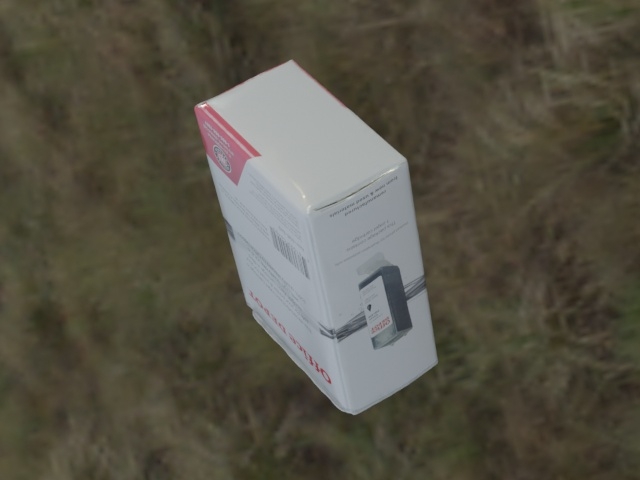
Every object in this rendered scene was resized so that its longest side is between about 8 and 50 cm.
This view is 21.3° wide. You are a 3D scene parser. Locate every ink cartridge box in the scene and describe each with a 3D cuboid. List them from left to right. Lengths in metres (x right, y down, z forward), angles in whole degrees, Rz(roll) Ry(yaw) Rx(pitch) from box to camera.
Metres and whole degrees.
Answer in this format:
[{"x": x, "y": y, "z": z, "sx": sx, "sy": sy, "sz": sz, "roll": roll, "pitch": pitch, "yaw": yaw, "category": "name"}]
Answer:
[{"x": 0.000, "y": 0.000, "z": 1.263, "sx": 0.158, "sy": 0.092, "sz": 0.218, "roll": 45, "pitch": 155, "yaw": 41, "category": "ink cartridge box"}]
